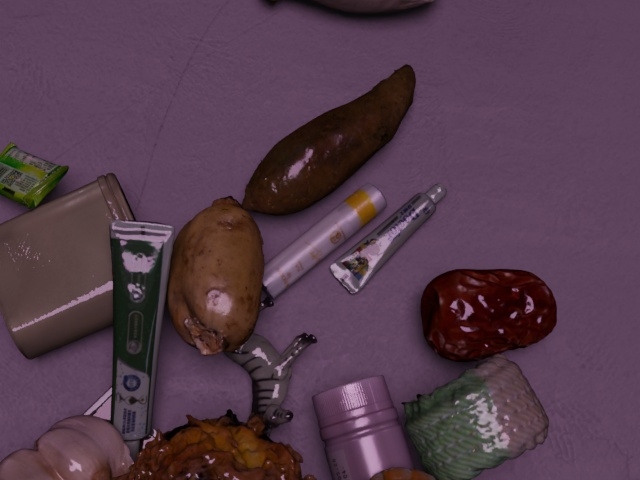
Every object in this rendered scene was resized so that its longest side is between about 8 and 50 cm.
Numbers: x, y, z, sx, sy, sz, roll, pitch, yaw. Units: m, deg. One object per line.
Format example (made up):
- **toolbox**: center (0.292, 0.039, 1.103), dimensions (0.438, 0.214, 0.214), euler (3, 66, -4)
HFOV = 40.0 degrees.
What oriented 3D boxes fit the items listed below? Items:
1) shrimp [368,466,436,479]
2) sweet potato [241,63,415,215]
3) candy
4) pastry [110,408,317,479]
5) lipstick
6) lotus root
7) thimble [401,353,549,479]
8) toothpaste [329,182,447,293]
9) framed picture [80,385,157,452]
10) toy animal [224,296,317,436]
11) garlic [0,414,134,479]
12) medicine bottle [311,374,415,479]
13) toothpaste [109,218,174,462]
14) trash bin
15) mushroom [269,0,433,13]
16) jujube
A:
- **shrimp**: center (0.171, 0.428, 1.285), dimensions (0.254, 0.059, 0.145), euler (29, 70, -5)
- **sweet potato**: center (0.036, -0.177, 1.536), dimensions (0.423, 0.130, 0.130), euler (-41, 82, -16)
- **candy**: center (-0.503, -0.109, 1.473), dimensions (0.178, 0.032, 0.102), euler (20, 60, 37)
- **pastry**: center (-0.159, 0.451, 1.202), dimensions (0.292, 0.337, 0.405), euler (21, 94, -38)
- **lipstick**: center (0.000, 0.000, 1.515), dimensions (0.264, 0.059, 0.059), euler (-38, 81, -13)
- **lotus root**: center (-0.165, 0.047, 1.413), dimensions (0.160, 0.146, 0.284), euler (-15, 50, 24)
- **thimble**: center (0.244, 0.279, 1.381), dimensions (0.219, 0.219, 0.150), euler (-24, 77, -11)
- **toothpaste**: center (0.127, -0.011, 1.543), dimensions (0.255, 0.037, 0.067), euler (-42, 82, -10)
- **framed picture**: center (-0.324, 0.348, 1.414), dimensions (0.183, 0.011, 0.142), euler (44, 76, 6)
- **toy animal**: center (-0.101, 0.197, 1.445), dimensions (0.217, 0.073, 0.176), euler (40, 77, 13)
- **garlic**: center (-0.421, 0.393, 1.299), dimensions (0.203, 0.185, 0.280), euler (13, 87, 37)
- **medicine bottle**: center (0.079, 0.349, 1.388), dimensions (0.133, 0.133, 0.249), euler (-15, 78, -9)
- **toothpaste**: center (-0.289, 0.162, 1.371), dimensions (0.099, 0.061, 0.391), euler (4, 98, -8)
- **trash bin**: center (-0.403, 0.044, 1.439), dimensions (0.248, 0.121, 0.243), euler (-25, 78, -8)
- **mushroom**: center (0.055, -0.484, 1.622), dimensions (0.350, 0.128, 0.128), euler (5, 74, 1)
- **jujube**: center (0.280, 0.118, 1.464), dimensions (0.230, 0.155, 0.155), euler (-9, 76, -14)
